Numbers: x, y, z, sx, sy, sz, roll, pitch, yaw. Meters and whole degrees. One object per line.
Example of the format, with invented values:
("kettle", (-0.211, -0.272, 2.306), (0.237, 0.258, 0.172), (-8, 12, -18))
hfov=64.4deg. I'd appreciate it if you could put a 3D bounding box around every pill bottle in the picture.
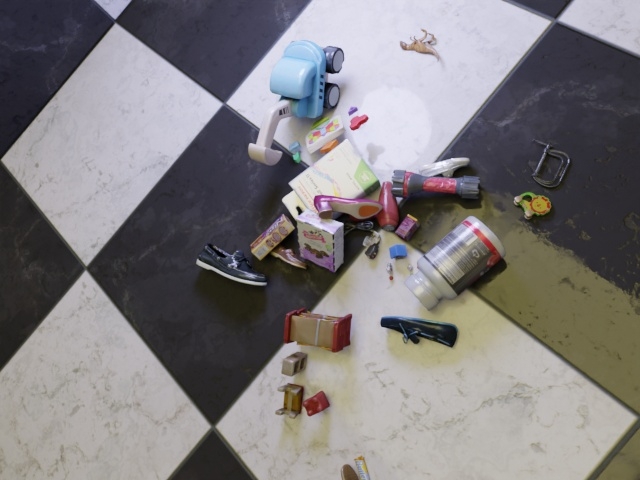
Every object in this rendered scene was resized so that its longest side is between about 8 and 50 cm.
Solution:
("pill bottle", (0.438, 0.084, 1.691), (0.319, 0.176, 0.176), (-41, 64, 5))

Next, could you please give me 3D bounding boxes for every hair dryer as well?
("hair dryer", (0.187, -0.097, 1.900), (0.224, 0.080, 0.293), (36, 87, 28))

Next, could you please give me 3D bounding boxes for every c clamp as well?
("c clamp", (0.782, -0.262, 1.759), (0.137, 0.022, 0.160), (19, 79, 20))

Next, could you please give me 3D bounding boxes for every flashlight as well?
("flashlight", (0.407, -0.194, 1.810), (0.305, 0.103, 0.103), (6, 72, 15))

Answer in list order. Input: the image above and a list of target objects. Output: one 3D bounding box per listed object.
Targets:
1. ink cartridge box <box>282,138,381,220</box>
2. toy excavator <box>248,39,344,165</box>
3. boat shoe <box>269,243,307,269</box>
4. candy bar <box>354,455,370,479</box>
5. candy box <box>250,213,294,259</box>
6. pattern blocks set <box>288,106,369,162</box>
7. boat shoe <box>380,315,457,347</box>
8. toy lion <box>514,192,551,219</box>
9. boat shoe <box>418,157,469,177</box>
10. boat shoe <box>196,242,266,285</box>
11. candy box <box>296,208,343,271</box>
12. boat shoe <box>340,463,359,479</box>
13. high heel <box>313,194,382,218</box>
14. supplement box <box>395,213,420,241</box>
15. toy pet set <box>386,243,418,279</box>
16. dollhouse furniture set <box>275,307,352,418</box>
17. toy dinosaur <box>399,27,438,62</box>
("ink cartridge box", (0.027, -0.193, 1.943), (0.354, 0.119, 0.207), (-37, 81, 7))
("toy excavator", (-0.125, -0.555, 2.015), (0.223, 0.445, 0.432), (21, 124, 26))
("boat shoe", (-0.122, 0.059, 1.977), (0.178, 0.064, 0.060), (25, 86, 28))
("candy bar", (0.148, 0.791, 1.665), (0.040, 0.018, 0.161), (-22, 67, 13))
("candy box", (-0.190, -0.014, 2.002), (0.187, 0.109, 0.053), (-44, 108, 4))
("pattern blocks set", (0.018, -0.427, 2.019), (0.325, 0.026, 0.285), (-36, 32, 3))
("boat shoe", (0.323, 0.307, 1.705), (0.259, 0.109, 0.088), (4, 78, 24))
("toy lion", (0.726, -0.123, 1.730), (0.096, 0.034, 0.100), (-29, 65, 3))
("boat shoe", (0.454, -0.257, 1.860), (0.184, 0.066, 0.063), (-10, 84, 15))
("boat shoe", (-0.346, 0.088, 2.021), (0.340, 0.127, 0.112), (17, 92, 34))
("candy box", (0.000, 0.000, 1.875), (0.165, 0.196, 0.070), (24, 49, 26))
("boat shoe", (0.099, 0.819, 1.650), (0.059, 0.063, 0.170), (-46, 56, 38))
("high heel", (0.098, -0.135, 1.849), (0.244, 0.082, 0.117), (-9, 43, -6))
("supplement box", (0.317, -0.044, 1.847), (0.043, 0.055, 0.083), (35, 87, 28))
("toy pet set", (0.291, 0.074, 1.813), (0.122, 0.065, 0.114), (-11, 70, 17))
("dollhouse furniture set", (-0.021, 0.437, 1.795), (0.202, 0.152, 0.373), (7, 93, 22))
("toy dinosaur", (0.421, -0.784, 2.050), (0.212, 0.064, 0.112), (30, 104, 35))
